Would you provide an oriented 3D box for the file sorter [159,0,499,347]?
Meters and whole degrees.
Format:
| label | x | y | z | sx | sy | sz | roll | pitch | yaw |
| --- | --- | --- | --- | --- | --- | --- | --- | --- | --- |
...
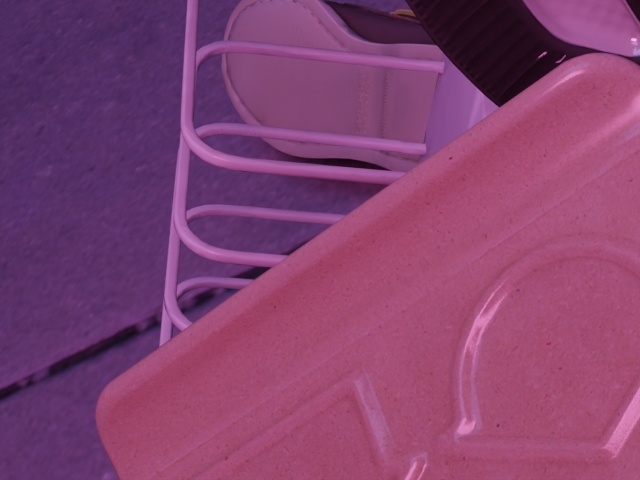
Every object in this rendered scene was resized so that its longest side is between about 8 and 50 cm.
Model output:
| label | x | y | z | sx | sy | sz | roll | pitch | yaw |
| --- | --- | --- | --- | --- | --- | --- | --- | --- | --- |
| file sorter | 0.000 | 0.000 | 1.119 | 0.173 | 0.277 | 0.193 | 4 | 44 | -5 |

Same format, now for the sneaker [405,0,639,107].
| label | x | y | z | sx | sy | sz | roll | pitch | yaw |
| --- | --- | --- | --- | --- | --- | --- | --- | --- | --- |
| sneaker | 0.185 | -0.077 | 0.982 | 0.169 | 0.447 | 0.257 | -22 | 25 | 20 |

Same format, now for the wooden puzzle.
| label | x | y | z | sx | sy | sz | roll | pitch | yaw |
| --- | --- | --- | --- | --- | --- | --- | --- | --- | --- |
| wooden puzzle | 0.080 | 0.145 | 0.829 | 0.322 | 0.080 | 0.347 | -35 | 59 | 22 |

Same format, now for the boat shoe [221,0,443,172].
| label | x | y | z | sx | sy | sz | roll | pitch | yaw |
| --- | --- | --- | --- | --- | --- | --- | --- | --- | --- |
| boat shoe | 0.045 | -0.109 | 1.377 | 0.324 | 0.097 | 0.116 | 21 | 108 | 53 |
